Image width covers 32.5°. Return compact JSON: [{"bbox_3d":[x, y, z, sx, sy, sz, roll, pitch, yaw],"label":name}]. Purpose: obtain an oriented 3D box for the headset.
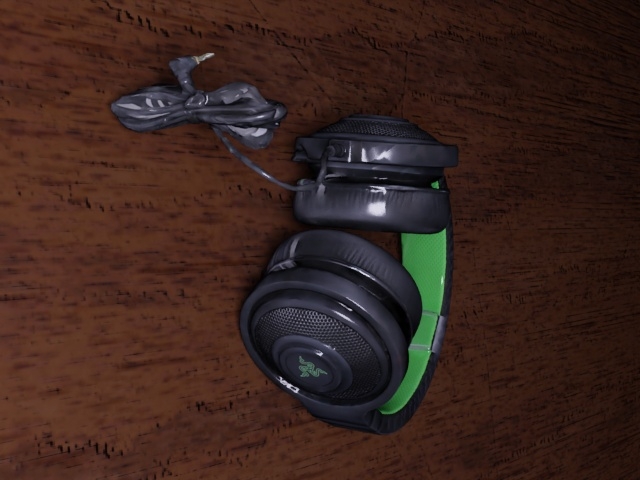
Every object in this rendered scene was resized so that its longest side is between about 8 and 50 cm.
[{"bbox_3d":[0.000,0.000,0.851,0.394,0.185,0.243,54,47,-57],"label":"headset"}]
